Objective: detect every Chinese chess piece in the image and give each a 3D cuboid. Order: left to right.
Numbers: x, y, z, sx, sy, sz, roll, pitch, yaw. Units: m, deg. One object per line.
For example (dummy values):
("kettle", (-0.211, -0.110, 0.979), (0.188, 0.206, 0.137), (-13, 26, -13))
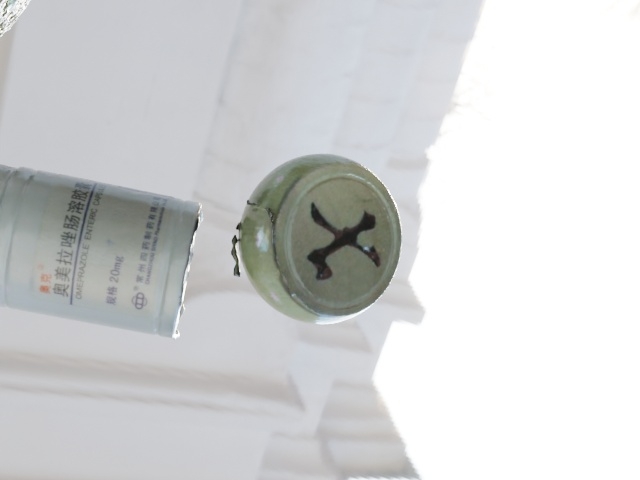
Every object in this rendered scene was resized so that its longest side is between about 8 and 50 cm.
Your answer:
("Chinese chess piece", (0.000, 0.000, 1.641), (0.238, 0.237, 0.092), (1, -177, -34))

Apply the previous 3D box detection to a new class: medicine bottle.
("medicine bottle", (-0.336, 0.009, 1.643), (0.332, 0.189, 0.190), (11, -156, -4))

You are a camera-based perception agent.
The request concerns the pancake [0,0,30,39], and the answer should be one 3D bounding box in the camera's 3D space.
("pancake", (-0.473, -0.322, 1.765), (0.054, 0.376, 0.197), (43, -126, -9))
